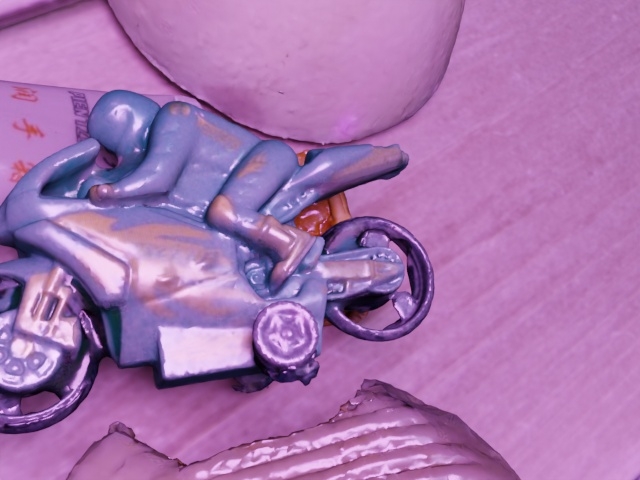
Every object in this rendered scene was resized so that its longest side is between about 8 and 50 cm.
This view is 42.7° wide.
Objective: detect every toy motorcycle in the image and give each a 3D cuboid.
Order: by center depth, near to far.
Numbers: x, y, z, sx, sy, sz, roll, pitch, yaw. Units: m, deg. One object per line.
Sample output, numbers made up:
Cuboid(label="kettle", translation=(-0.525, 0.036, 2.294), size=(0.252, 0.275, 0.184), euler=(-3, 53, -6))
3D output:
Cuboid(label="toy motorcycle", translation=(-0.075, 0.001, 0.501), size=(0.296, 0.109, 0.198), euler=(-5, 75, -19))

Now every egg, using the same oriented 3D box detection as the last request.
Cuboid(label="egg", translation=(-0.006, -0.256, 0.631), size=(0.337, 0.201, 0.337), euler=(8, 66, -19))

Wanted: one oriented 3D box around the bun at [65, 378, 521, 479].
Cuboid(label="bun", translation=(-0.003, 0.217, 0.425), size=(0.281, 0.205, 0.281), euler=(-3, 35, 2))

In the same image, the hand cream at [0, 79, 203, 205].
Cuboid(label="hand cream", translation=(-0.213, -0.049, 0.529), size=(0.314, 0.089, 0.140), euler=(2, 63, -32))

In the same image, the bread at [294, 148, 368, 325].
Cuboid(label="bread", translation=(0.000, 0.000, 0.601), size=(0.053, 0.074, 0.132), euler=(-13, 73, -10))
